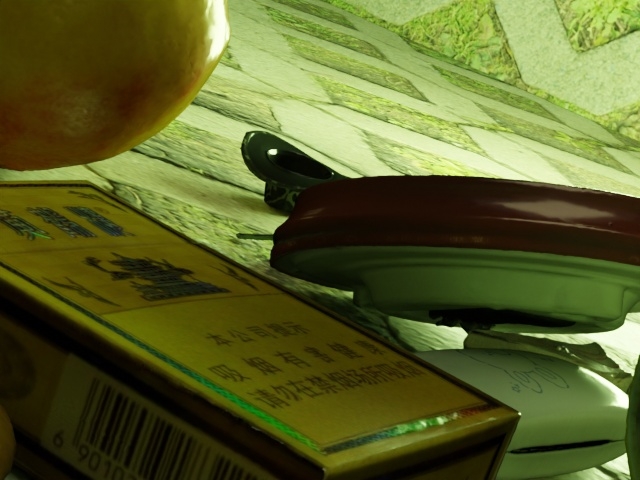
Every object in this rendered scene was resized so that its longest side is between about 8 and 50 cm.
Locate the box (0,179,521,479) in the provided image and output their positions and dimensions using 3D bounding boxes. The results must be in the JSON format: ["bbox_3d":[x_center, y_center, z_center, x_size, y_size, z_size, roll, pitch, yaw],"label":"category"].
[{"bbox_3d":[-0.079,0.063,0.801,0.301,0.084,0.193,27,15,27],"label":"box"}]

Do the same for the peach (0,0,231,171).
[{"bbox_3d":[-0.232,-0.187,1.203,0.308,0.289,0.289,-12,22,-12],"label":"peach"}]

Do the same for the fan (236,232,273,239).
[{"bbox_3d":[0.000,0.000,1.260,0.133,0.005,0.085,3,-34,10],"label":"fan"}]

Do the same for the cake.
[{"bbox_3d":[0.144,0.090,1.111,0.121,0.052,0.065,16,19,-15],"label":"cake"}]

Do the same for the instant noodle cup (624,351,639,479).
[{"bbox_3d":[0.289,0.129,0.655,0.325,0.325,0.254,21,23,1],"label":"instant noodle cup"}]

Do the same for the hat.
[{"bbox_3d":[-0.023,-0.051,1.425,0.121,0.050,0.121,20,18,-7],"label":"hat"}]

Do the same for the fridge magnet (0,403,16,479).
[{"bbox_3d":[-0.191,0.070,0.649,0.143,0.063,0.143,20,15,-5],"label":"fridge magnet"}]

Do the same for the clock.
[{"bbox_3d":[0.122,0.023,1.107,0.318,0.080,0.318,7,-8,1],"label":"clock"}]

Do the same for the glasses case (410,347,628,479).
[{"bbox_3d":[0.111,0.103,0.981,0.092,0.059,0.233,32,19,37],"label":"glasses case"}]
